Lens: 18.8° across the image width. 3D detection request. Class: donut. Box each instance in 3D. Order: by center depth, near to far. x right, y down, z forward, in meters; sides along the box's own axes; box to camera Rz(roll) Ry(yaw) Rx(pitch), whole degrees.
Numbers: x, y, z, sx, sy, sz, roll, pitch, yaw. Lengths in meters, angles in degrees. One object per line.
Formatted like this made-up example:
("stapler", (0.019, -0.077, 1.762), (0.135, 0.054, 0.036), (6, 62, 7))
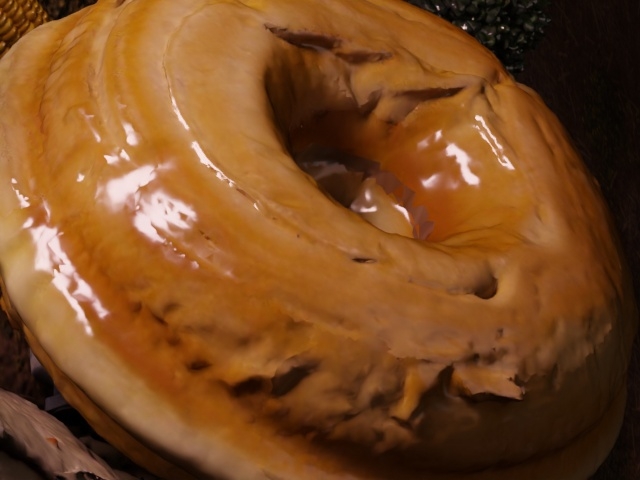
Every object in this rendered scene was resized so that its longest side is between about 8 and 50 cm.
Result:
("donut", (0.000, 0.000, 1.195), (0.448, 0.198, 0.449), (21, 40, -19))

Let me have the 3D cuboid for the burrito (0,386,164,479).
("burrito", (-0.161, 0.166, 1.117), (0.332, 0.190, 0.135), (35, 84, -51))

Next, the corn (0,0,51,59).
("corn", (-0.231, -0.163, 1.214), (0.207, 0.068, 0.068), (52, 35, -40))

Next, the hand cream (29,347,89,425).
("hand cream", (-0.166, -0.012, 1.296), (0.095, 0.059, 0.276), (42, 38, -59))

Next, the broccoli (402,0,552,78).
("broccoli", (0.063, -0.237, 1.770), (0.288, 0.248, 0.245), (41, 6, -37))
